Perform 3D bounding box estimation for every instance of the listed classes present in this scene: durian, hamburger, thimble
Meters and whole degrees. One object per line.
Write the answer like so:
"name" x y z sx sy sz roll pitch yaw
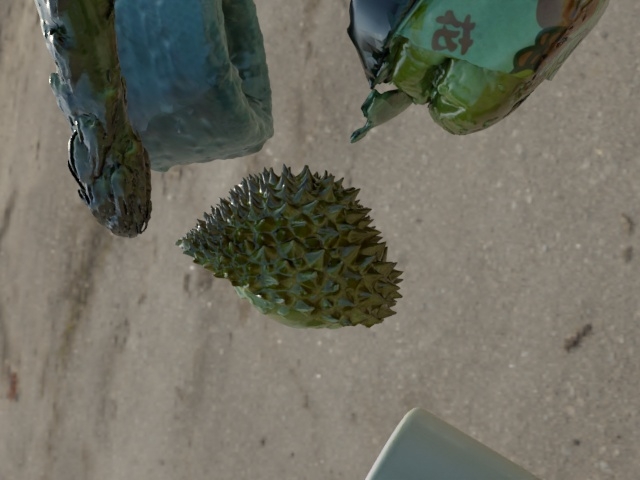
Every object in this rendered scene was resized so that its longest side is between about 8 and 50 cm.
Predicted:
"durian" 0.000 0.000 0.664 0.102 0.146 0.208 -61 -11 12
"hamburger" 0.113 -0.144 0.659 0.125 0.214 0.235 44 100 14
"thimble" -0.128 -0.160 0.803 0.198 0.143 0.235 -89 -14 -47

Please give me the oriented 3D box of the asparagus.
"asparagus" -0.091 -0.058 0.367 0.165 0.036 0.030 88 -171 -46

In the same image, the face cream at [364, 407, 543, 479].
"face cream" 0.179 0.292 0.725 0.348 0.081 0.174 31 91 18
